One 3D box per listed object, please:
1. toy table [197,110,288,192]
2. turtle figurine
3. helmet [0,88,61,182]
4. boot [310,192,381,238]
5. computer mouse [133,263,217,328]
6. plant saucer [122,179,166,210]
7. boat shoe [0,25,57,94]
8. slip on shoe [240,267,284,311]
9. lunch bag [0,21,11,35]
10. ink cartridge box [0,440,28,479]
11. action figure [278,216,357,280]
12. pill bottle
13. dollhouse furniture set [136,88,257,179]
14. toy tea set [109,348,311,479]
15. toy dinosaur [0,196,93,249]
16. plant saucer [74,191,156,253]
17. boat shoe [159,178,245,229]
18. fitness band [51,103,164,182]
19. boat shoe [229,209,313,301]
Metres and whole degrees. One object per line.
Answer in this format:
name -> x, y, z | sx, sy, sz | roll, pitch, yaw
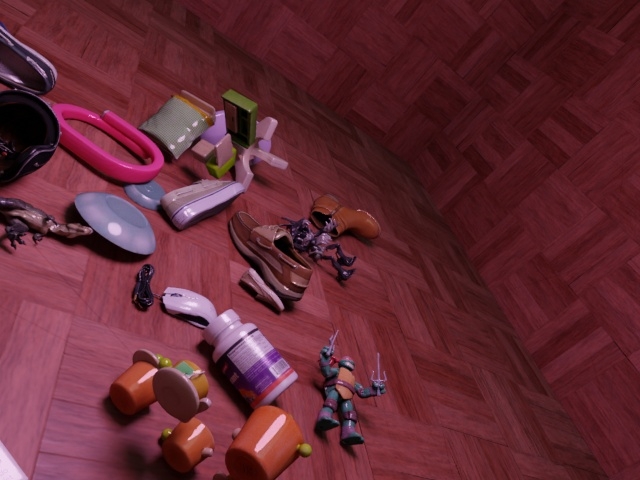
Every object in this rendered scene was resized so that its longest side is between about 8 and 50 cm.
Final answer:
toy table -> -0.243, -0.300, 1.591 | 0.274, 0.252, 0.161 | -3, 32, -41
turtle figurine -> 0.059, 0.331, 1.122 | 0.175, 0.118, 0.234 | 23, 43, -8
helmet -> -0.593, -0.204, 0.948 | 0.169, 0.169, 0.161 | 34, 34, -18
boot -> 0.094, -0.067, 1.832 | 0.283, 0.109, 0.220 | 39, 23, -4
computer mouse -> -0.291, 0.122, 1.026 | 0.193, 0.042, 0.106 | 29, 26, -27
plant saucer -> -0.435, -0.125, 1.240 | 0.119, 0.021, 0.119 | 34, 25, -18
boat shoe -> -0.777, -0.452, 1.152 | 0.302, 0.114, 0.091 | 25, 24, -32
slip on shoe -> -0.147, 0.132, 1.235 | 0.135, 0.041, 0.051 | 52, -19, -11
lunch bag -> -0.832, -0.506, 1.218 | 0.067, 0.065, 0.098 | 58, 23, -2
ink cartridge box -> -0.463, 0.202, 0.467 | 0.273, 0.115, 0.198 | 47, 25, 10
action figure -> 0.000, 0.000, 1.552 | 0.275, 0.141, 0.164 | 38, 36, -12
pill bottle -> -0.145, 0.235, 0.980 | 0.193, 0.108, 0.108 | 47, 25, 11
dollhouse furniture set -> -0.354, -0.340, 1.378 | 0.301, 0.151, 0.197 | 31, 60, 12
toy tea set -> -0.171, 0.276, 0.774 | 0.336, 0.200, 0.124 | 41, 32, 10
toy dinosaur -> -0.558, -0.051, 0.888 | 0.268, 0.064, 0.118 | 32, 12, -21
plant saucer -> -0.425, -0.049, 1.054 | 0.195, 0.037, 0.195 | 41, 10, -9
boat shoe -> -0.305, -0.121, 1.319 | 0.094, 0.109, 0.302 | 51, 27, -2
fitness band -> -0.533, -0.249, 1.234 | 0.291, 0.054, 0.209 | 35, 24, -4
boat shoe -> -0.124, 0.019, 1.329 | 0.324, 0.120, 0.122 | 47, 21, 29
